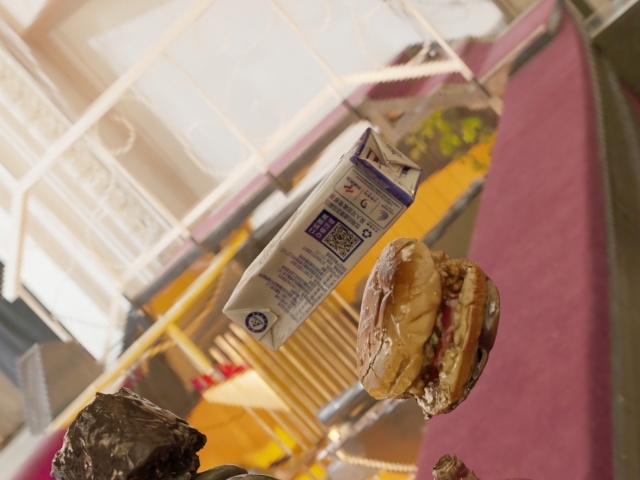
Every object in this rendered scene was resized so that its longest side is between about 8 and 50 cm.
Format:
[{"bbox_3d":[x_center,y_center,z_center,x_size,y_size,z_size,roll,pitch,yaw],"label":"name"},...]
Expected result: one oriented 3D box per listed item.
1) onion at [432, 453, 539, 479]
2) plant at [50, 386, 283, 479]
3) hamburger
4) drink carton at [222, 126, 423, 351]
[{"bbox_3d":[0.184,0.353,1.309,0.252,0.219,0.252,-28,-6,-3],"label":"onion"},{"bbox_3d":[-0.161,0.284,1.270,0.149,0.274,0.146,-29,-39,-58],"label":"plant"},{"bbox_3d":[0.143,0.127,1.639,0.244,0.163,0.245,-159,90,-76],"label":"hamburger"},{"bbox_3d":[0.000,0.000,1.575,0.315,0.106,0.130,-48,6,26],"label":"drink carton"}]
